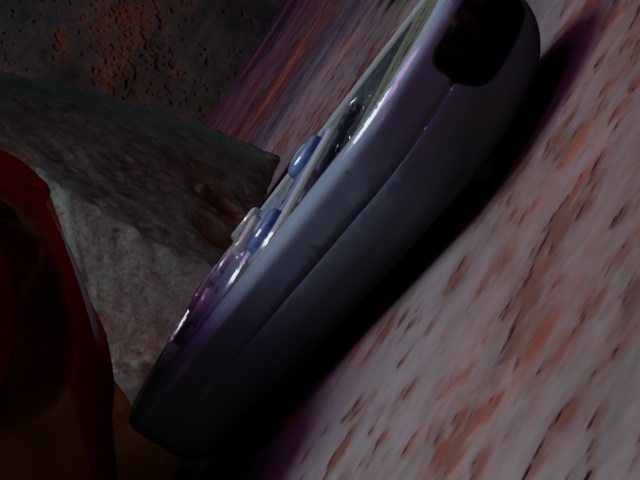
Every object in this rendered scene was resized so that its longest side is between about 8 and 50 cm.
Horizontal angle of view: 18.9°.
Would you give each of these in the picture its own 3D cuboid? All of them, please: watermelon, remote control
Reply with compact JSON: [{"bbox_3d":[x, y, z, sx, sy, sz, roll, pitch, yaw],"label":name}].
[{"bbox_3d":[-0.160,0.045,1.053,0.387,0.258,0.228,-2,-60,-44],"label":"watermelon"},{"bbox_3d":[0.000,0.000,0.634,0.244,0.047,0.087,-50,6,50],"label":"remote control"}]

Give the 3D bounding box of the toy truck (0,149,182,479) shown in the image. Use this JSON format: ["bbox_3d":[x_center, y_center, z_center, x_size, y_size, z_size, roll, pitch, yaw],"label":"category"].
[{"bbox_3d":[-0.156,0.061,0.724,0.239,0.189,0.264,-59,-38,-64],"label":"toy truck"}]
